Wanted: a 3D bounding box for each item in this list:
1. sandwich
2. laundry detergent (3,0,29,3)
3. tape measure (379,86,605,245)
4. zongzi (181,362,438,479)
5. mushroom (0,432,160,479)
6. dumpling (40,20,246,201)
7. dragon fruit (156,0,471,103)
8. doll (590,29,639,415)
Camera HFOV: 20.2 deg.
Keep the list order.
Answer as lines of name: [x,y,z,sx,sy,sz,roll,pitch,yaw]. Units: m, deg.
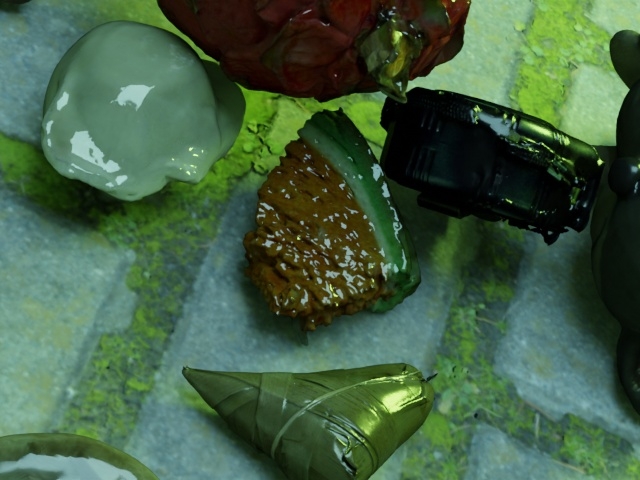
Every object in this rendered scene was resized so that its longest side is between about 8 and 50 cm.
sandwich: [-0.003,-0.008,1.604,0.160,0.109,0.185,-22,71,-15]
laundry detergent: [-0.317,-0.332,1.681,0.171,0.076,0.237,12,56,-18]
tape measure: [0.138,-0.073,1.640,0.186,0.199,0.112,18,89,-48]
zongzi: [-0.001,0.120,1.532,0.178,0.081,0.189,37,43,14]
mushroom: [-0.193,0.240,1.280,0.226,0.178,0.226,9,64,-19]
dumpling: [-0.158,-0.112,1.574,0.162,0.132,0.250,26,34,3]
dragon fruit: [-0.015,-0.261,1.575,0.277,0.277,0.342,-22,63,-36]
doll: [0.424,-0.012,1.725,0.378,0.252,0.382,14,59,-17]
